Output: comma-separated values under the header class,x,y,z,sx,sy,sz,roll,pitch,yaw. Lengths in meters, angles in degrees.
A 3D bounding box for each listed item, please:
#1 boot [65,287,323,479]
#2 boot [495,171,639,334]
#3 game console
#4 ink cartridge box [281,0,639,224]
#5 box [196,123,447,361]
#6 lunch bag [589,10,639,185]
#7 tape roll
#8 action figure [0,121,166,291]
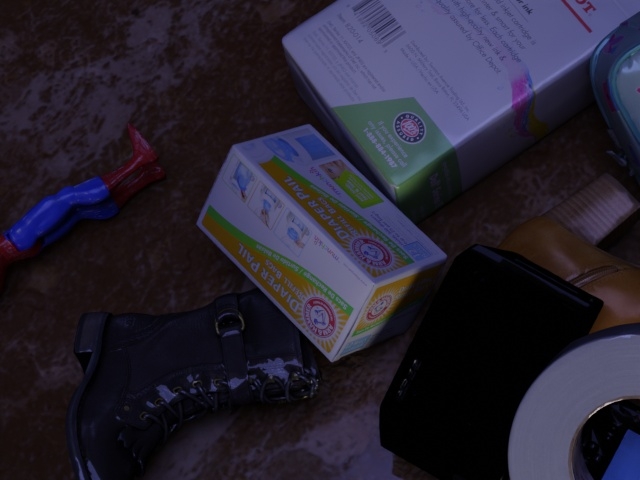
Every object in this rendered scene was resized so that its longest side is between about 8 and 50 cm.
class,x,y,z,sx,sy,sz,roll,pitch,yaw
boot,-0.112,0.143,1.656,0.229,0.091,0.263,-7,53,5
boot,0.270,0.099,1.632,0.211,0.104,0.295,-42,68,0
game console,0.242,0.168,1.580,0.361,0.044,0.213,28,105,10
ink cartridge box,0.165,-0.199,1.754,0.353,0.119,0.207,-34,67,-5
box,0.000,0.000,1.680,0.203,0.103,0.114,44,38,22
lunch bag,0.397,-0.137,1.655,0.279,0.108,0.224,-31,106,-2
tape roll,0.272,0.181,1.515,0.219,0.072,0.219,2,97,15
action figure,-0.306,-0.033,1.777,0.280,0.091,0.139,-40,73,-10
